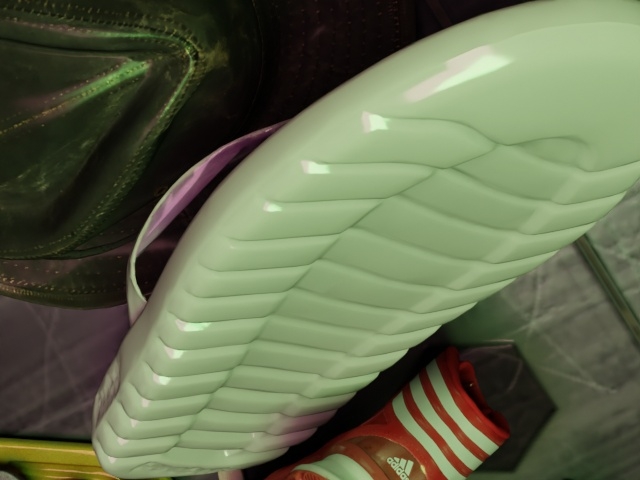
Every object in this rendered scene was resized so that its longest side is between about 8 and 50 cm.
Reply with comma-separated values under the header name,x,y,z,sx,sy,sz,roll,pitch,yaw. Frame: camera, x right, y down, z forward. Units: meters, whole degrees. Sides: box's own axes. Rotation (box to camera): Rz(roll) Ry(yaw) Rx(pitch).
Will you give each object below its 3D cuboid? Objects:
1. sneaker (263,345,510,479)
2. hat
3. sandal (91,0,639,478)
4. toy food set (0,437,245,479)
name,x,y,z,sx,sy,sz,roll,pitch,yaw
sneaker,0.034,0.129,0.745,0.128,0.221,0.087,-33,88,-22
hat,-0.121,-0.083,0.659,0.331,0.134,0.331,2,114,4
sandal,-0.013,-0.001,0.643,0.169,0.102,0.416,2,150,-34
toy food set,-0.143,0.187,0.817,0.217,0.071,0.128,2,115,3
